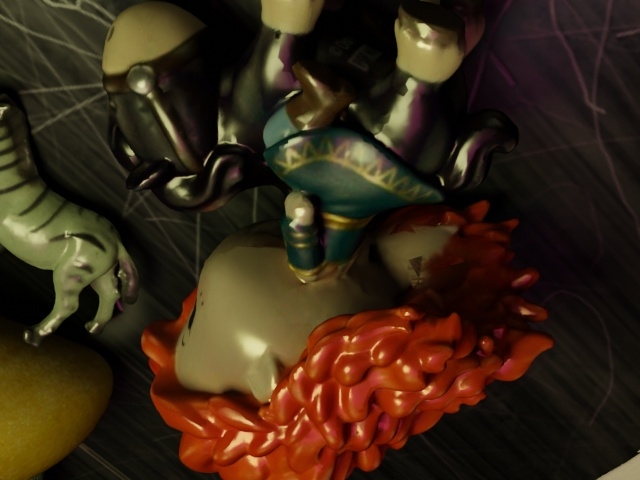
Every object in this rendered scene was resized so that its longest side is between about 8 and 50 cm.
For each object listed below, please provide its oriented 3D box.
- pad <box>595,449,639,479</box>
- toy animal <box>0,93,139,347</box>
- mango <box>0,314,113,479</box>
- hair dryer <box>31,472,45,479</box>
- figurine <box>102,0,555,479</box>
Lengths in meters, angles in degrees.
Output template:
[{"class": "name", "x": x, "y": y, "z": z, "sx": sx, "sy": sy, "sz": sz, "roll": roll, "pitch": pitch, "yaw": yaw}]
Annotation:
[{"class": "pad", "x": 0.373, "y": 0.248, "z": 1.134, "sx": 0.232, "sy": 0.004, "sz": 0.156, "roll": 33, "pitch": 128, "yaw": -16}, {"class": "toy animal", "x": -0.231, "y": -0.017, "z": 0.993, "sx": 0.217, "sy": 0.073, "sz": 0.176, "roll": 30, "pitch": 114, "yaw": -19}, {"class": "mango", "x": -0.366, "y": 0.121, "z": 1.042, "sx": 0.384, "sy": 0.221, "sz": 0.198, "roll": 9, "pitch": 106, "yaw": -23}, {"class": "hair dryer", "x": -0.297, "y": 0.308, "z": 1.280, "sx": 0.229, "sy": 0.092, "sz": 0.267, "roll": -21, "pitch": 132, "yaw": 34}, {"class": "figurine", "x": -0.007, "y": -0.008, "z": 0.873, "sx": 0.306, "sy": 0.241, "sz": 0.411, "roll": -11, "pitch": 117, "yaw": 8}]
